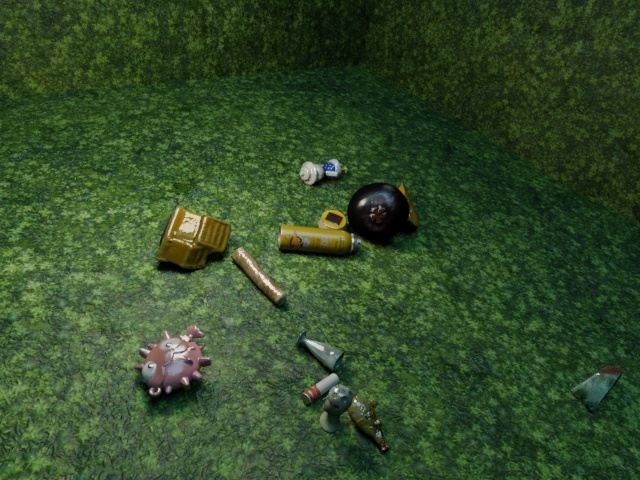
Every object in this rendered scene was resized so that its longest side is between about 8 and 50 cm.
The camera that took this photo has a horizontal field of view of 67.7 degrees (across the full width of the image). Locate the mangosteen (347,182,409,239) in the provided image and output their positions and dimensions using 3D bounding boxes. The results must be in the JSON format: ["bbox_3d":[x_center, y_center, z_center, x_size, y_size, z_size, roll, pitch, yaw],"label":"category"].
[{"bbox_3d":[0.257,-0.136,2.143,0.275,0.274,0.302,15,15,1],"label":"mangosteen"}]

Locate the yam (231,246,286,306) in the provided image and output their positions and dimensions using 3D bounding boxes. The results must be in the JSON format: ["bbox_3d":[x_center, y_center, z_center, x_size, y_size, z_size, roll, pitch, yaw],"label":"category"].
[{"bbox_3d":[-0.231,0.134,1.786,0.066,0.066,0.300,-21,52,-37],"label":"yam"}]

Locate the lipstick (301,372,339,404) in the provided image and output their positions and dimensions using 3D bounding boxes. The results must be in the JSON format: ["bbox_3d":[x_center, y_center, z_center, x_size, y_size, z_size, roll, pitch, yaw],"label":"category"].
[{"bbox_3d":[0.001,0.458,1.476,0.131,0.038,0.038,-22,51,-38],"label":"lipstick"}]

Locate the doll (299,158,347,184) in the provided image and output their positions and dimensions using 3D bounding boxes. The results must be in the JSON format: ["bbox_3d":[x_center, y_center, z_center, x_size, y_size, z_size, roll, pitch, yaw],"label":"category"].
[{"bbox_3d":[0.010,-0.352,2.433,0.293,0.119,0.138,-14,38,-40],"label":"doll"}]

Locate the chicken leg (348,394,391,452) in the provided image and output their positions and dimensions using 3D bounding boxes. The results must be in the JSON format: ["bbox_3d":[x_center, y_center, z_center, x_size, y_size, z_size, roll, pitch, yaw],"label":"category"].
[{"bbox_3d":[0.151,0.537,1.407,0.093,0.070,0.178,-26,59,-18],"label":"chicken leg"}]

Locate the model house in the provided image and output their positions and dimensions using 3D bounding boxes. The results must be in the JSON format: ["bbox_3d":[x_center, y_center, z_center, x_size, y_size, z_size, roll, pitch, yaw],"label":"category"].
[{"bbox_3d":[-0.478,-0.005,1.825,0.239,0.173,0.267,19,68,-15],"label":"model house"}]

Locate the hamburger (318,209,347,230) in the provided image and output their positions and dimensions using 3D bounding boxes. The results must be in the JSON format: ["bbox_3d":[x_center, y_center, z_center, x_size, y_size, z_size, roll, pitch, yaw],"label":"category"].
[{"bbox_3d":[0.055,-0.076,2.124,0.127,0.081,0.141,10,50,-2],"label":"hamburger"}]

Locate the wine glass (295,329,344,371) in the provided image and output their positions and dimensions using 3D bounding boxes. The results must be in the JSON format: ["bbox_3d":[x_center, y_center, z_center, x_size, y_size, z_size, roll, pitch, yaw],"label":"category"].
[{"bbox_3d":[-0.002,0.358,1.573,0.155,0.073,0.073,31,41,19],"label":"wine glass"}]

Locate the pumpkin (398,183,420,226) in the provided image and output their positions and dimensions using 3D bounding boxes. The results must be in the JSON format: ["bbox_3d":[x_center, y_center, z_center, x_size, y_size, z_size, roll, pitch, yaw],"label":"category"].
[{"bbox_3d":[0.389,-0.130,2.307,0.149,0.131,0.253,44,31,-40],"label":"pumpkin"}]

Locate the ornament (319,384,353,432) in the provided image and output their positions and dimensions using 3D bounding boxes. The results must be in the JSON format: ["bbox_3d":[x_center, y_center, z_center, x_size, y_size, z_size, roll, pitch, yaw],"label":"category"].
[{"bbox_3d":[0.042,0.477,1.371,0.081,0.156,0.074,15,37,-1],"label":"ornament"}]

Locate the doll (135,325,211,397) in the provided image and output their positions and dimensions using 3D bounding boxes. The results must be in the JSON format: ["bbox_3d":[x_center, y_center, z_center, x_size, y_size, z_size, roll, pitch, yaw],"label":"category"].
[{"bbox_3d":[-0.432,0.354,1.418,0.211,0.093,0.262,18,40,15],"label":"doll"}]

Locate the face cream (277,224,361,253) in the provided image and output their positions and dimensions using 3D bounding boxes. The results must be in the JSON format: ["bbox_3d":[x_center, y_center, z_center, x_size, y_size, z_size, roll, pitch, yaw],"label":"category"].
[{"bbox_3d":[0.000,0.000,1.992,0.350,0.104,0.104,5,39,-13],"label":"face cream"}]

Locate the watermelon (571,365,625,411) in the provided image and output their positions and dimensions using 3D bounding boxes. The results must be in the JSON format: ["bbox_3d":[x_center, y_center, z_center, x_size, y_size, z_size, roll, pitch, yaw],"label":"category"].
[{"bbox_3d":[1.015,0.496,1.704,0.241,0.154,0.094,-5,41,-43],"label":"watermelon"}]
